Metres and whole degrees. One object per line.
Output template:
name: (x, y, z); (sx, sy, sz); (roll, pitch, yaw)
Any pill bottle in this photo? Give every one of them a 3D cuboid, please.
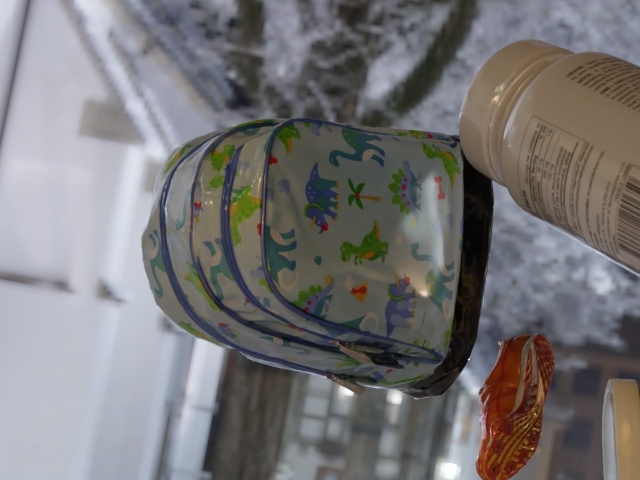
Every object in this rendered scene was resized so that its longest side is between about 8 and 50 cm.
pill bottle: (0.258, -0.069, 1.497); (0.160, 0.160, 0.283); (17, 12, -42)

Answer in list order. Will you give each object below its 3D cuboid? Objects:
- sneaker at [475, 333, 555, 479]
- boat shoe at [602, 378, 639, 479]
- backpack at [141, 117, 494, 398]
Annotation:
sneaker: (0.191, 0.175, 1.790); (0.067, 0.175, 0.064); (-15, -50, 43)
boat shoe: (0.273, 0.265, 1.325); (0.097, 0.324, 0.116); (-3, -6, 1)
backpack: (0.000, 0.000, 1.738); (0.355, 0.290, 0.273); (11, -8, -19)
